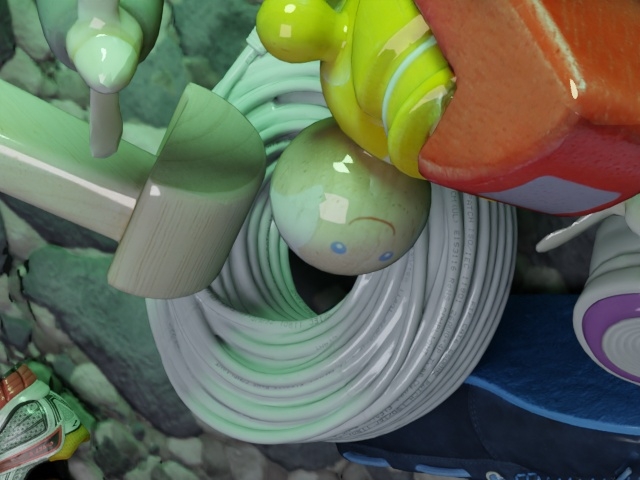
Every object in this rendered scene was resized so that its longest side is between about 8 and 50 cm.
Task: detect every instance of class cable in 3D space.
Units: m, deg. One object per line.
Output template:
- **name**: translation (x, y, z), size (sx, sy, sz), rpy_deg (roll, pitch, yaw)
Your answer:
- **cable**: translation (0.000, 0.000, 1.172), size (0.257, 0.089, 0.257), rpy_deg (-45, 58, 22)

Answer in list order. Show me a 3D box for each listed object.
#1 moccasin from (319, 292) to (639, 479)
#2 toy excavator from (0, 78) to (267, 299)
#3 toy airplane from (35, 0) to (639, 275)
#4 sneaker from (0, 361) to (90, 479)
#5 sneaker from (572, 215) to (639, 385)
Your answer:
- **moccasin**: translation (0.138, 0.104, 1.201), size (0.342, 0.137, 0.117), rpy_deg (8, 128, 42)
- **toy excavator**: translation (-0.280, -0.150, 1.162), size (0.432, 0.445, 0.222), rpy_deg (10, 126, -25)
- **toy airplane**: translation (0.034, -0.119, 0.991), size (0.386, 0.384, 0.272), rpy_deg (25, 106, 16)
- **sneaker**: translation (-0.250, 0.204, 1.454), size (0.092, 0.088, 0.225), rpy_deg (35, 123, 9)
- **sneaker**: translation (0.301, 0.015, 1.059), size (0.305, 0.152, 0.114), rpy_deg (7, 134, 11)
